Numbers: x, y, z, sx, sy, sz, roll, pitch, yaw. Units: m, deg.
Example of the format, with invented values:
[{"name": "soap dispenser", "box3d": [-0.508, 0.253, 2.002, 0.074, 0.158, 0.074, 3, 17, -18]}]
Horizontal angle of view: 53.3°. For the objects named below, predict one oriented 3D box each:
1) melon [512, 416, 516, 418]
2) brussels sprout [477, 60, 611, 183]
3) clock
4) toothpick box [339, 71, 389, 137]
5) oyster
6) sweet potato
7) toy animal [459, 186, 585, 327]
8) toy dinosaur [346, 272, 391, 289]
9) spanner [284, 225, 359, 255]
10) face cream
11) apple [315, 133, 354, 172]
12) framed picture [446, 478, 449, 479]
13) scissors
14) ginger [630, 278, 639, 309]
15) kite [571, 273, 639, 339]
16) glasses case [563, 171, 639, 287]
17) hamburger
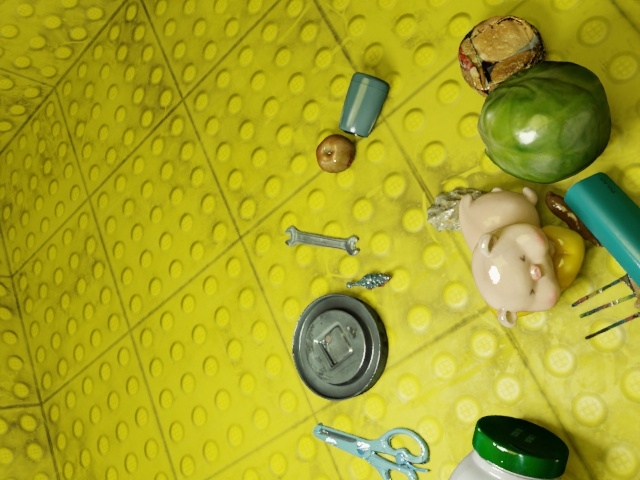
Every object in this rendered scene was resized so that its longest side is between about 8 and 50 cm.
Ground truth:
[{"name": "melon", "box3d": [0.436, 0.518, 1.610, 0.054, 0.098, 0.182, 41, 90, 21]}, {"name": "brussels sprout", "box3d": [0.529, -0.281, 1.538, 0.289, 0.281, 0.355, -39, 25, -11]}, {"name": "clock", "box3d": [0.057, 0.319, 1.920, 0.319, 0.066, 0.318, -6, 80, 36]}, {"name": "toothpick box", "box3d": [0.129, -0.409, 1.948, 0.120, 0.120, 0.184, 25, 101, 35]}, {"name": "oyster", "box3d": [0.378, -0.086, 1.750, 0.209, 0.072, 0.132, 9, 85, 38]}, {"name": "sweet potato", "box3d": [0.629, -0.052, 1.579, 0.056, 0.056, 0.195, -45, 66, 22]}, {"name": "toy animal", "box3d": [0.477, 0.026, 1.535, 0.278, 0.247, 0.345, -15, 84, 29]}, {"name": "toy dinosaur", "box3d": [0.145, 0.123, 1.894, 0.154, 0.055, 0.049, -14, 79, 31]}, {"name": "spanner", "box3d": [0.000, 0.000, 2.040, 0.302, 0.017, 0.071, 7, 87, 37]}, {"name": "face cream", "box3d": [0.424, 0.610, 1.466, 0.219, 0.313, 0.356, -149, 69, -64]}, {"name": "apple", "box3d": [0.044, -0.273, 1.996, 0.126, 0.102, 0.126, -7, 78, 34]}, {"name": "framed picture", "box3d": [0.344, 0.676, 1.696, 0.089, 0.007, 0.066, -46, 59, 21]}, {"name": "scissors", "box3d": [0.135, 0.599, 1.841, 0.393, 0.032, 0.180, 9, 88, 36]}, {"name": "ginger", "box3d": [0.745, 0.118, 1.458, 0.058, 0.044, 0.137, -12, 79, 12]}, {"name": "kite", "box3d": [0.731, 0.132, 1.496, 0.285, 0.015, 0.152, -35, 64, 27]}, {"name": "glasses case", "box3d": [0.707, -0.026, 1.470, 0.117, 0.070, 0.301, -27, 59, -8]}, {"name": "hamburger", "box3d": [0.487, -0.494, 1.714, 0.231, 0.107, 0.230, -9, 74, 33]}]
